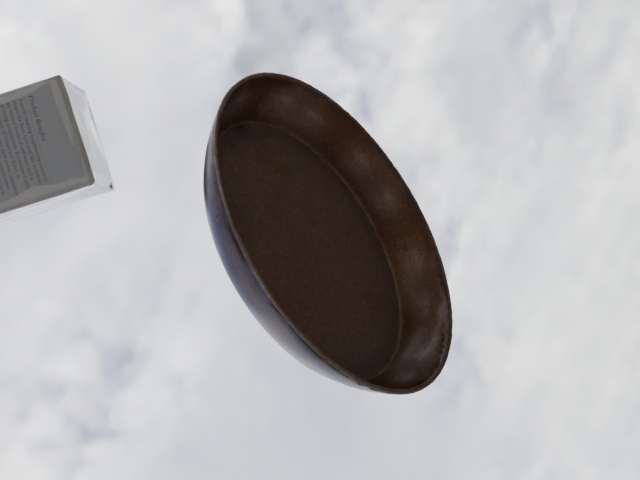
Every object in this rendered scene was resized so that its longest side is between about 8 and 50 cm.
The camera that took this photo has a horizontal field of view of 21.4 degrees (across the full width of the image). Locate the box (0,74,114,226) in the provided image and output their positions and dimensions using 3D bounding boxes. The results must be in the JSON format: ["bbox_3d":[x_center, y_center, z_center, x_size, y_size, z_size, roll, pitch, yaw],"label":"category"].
[{"bbox_3d":[-0.265,-0.060,1.357,0.130,0.170,0.091,69,-177,-89],"label":"box"}]

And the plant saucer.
[{"bbox_3d":[0.000,0.000,0.799,0.168,0.029,0.168,36,-142,-35],"label":"plant saucer"}]
